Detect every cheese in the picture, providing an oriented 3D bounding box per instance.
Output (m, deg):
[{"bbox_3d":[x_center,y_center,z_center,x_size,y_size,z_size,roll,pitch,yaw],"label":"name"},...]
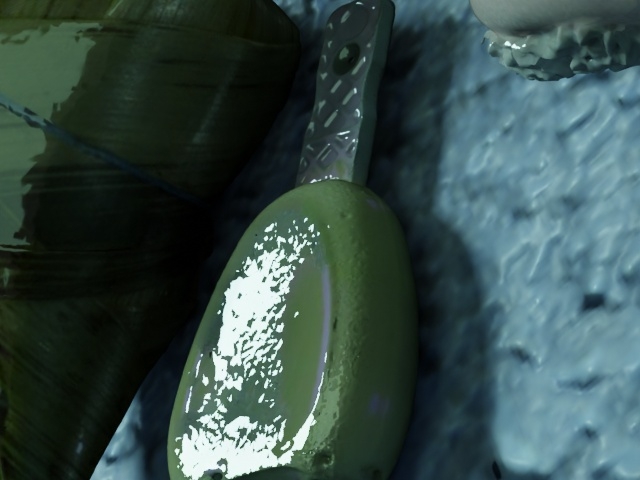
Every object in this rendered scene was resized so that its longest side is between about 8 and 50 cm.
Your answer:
[{"bbox_3d":[0.000,0.000,0.638,0.097,0.037,0.192,-16,54,42],"label":"cheese"}]

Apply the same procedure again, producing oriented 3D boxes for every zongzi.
[{"bbox_3d":[-0.142,-0.012,0.724,0.221,0.112,0.242,15,80,32],"label":"zongzi"}]

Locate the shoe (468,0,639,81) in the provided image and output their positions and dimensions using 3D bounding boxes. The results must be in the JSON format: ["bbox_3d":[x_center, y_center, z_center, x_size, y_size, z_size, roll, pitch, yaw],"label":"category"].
[{"bbox_3d":[0.173,-0.127,0.418,0.351,0.198,0.172,11,54,18],"label":"shoe"}]
